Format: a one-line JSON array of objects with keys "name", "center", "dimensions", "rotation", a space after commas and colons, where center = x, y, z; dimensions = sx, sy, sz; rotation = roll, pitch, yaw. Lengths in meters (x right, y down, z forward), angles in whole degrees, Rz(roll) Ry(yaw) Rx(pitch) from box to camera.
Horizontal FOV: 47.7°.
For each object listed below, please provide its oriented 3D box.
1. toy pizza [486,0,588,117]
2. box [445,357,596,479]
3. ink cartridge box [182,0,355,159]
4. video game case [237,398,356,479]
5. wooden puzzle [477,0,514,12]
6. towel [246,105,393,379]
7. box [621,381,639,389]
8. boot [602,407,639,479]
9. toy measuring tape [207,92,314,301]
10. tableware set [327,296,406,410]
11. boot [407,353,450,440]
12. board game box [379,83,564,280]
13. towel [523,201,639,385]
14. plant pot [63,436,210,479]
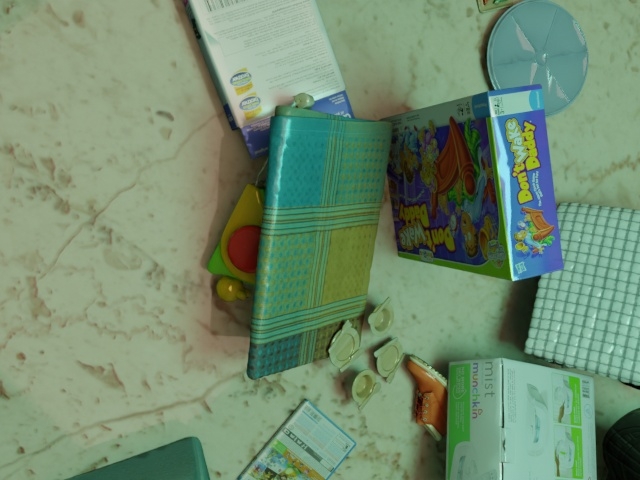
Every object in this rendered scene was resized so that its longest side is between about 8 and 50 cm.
[{"name": "toy pizza", "center": [0.372, -0.311, 1.246], "dimensions": [0.201, 0.032, 0.201], "rotation": [-1, 95, -17]}, {"name": "box", "center": [0.325, 0.335, 1.161], "dimensions": [0.231, 0.126, 0.262], "rotation": [14, 71, -31]}, {"name": "ink cartridge box", "center": [-0.083, -0.295, 1.086], "dimensions": [0.185, 0.065, 0.311], "rotation": [-23, 98, -15]}, {"name": "video game case", "center": [-0.036, 0.356, 1.167], "dimensions": [0.119, 0.015, 0.166], "rotation": [44, 80, -16]}, {"name": "wooden puzzle", "center": [0.293, -0.427, 1.223], "dimensions": [0.116, 0.014, 0.079], "rotation": [-25, 100, -14]}, {"name": "towel", "center": [0.000, 0.000, 1.055], "dimensions": [0.271, 0.040, 0.370], "rotation": [-3, 104, -53]}, {"name": "box", "center": [0.587, 0.147, 1.304], "dimensions": [0.153, 0.108, 0.207], "rotation": [39, 81, -16]}, {"name": "boot", "center": [0.640, 0.340, 1.263], "dimensions": [0.284, 0.138, 0.377], "rotation": [-34, 134, -17]}, {"name": "toy measuring tape", "center": [-0.058, -0.045, 1.057], "dimensions": [0.121, 0.121, 0.330], "rotation": [24, 103, -18]}, {"name": "tableware set", "center": [0.080, 0.180, 1.152], "dimensions": [0.141, 0.020, 0.169], "rotation": [-41, 125, -30]}, {"name": "boot", "center": [0.181, 0.264, 1.210], "dimensions": [0.084, 0.059, 0.158], "rotation": [-39, 105, -7]}, {"name": "board game box", "center": [0.200, -0.081, 1.040], "dimensions": [0.078, 0.347, 0.233], "rotation": [-11, 96, -16]}, {"name": "towel", "center": [0.485, 0.090, 1.195], "dimensions": [0.235, 0.121, 0.284], "rotation": [10, 79, 24]}, {"name": "plant pot", "center": [-0.237, 0.458, 0.985], "dimensions": [0.247, 0.252, 0.247], "rotation": [-16, 99, -16]}]
